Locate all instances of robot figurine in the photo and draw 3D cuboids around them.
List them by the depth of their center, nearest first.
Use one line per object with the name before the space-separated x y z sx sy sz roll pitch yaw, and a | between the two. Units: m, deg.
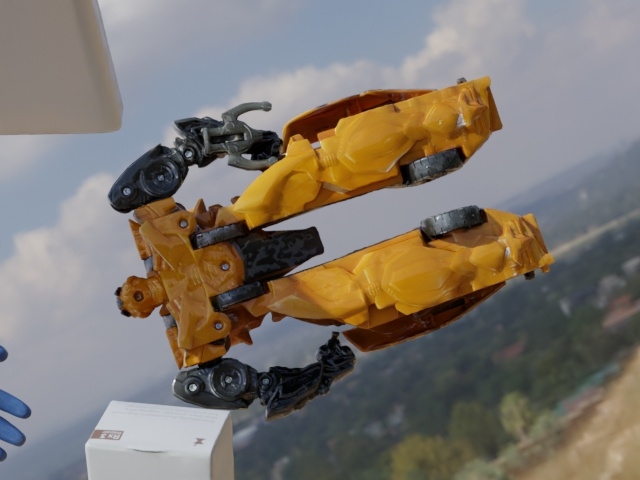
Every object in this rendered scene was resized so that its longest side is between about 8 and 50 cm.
robot figurine | 0.000 0.000 1.050 0.291 0.211 0.085 -18 -4 -10

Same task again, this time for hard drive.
hard drive | -0.291 -0.195 1.307 0.203 0.040 0.307 -1 -32 2

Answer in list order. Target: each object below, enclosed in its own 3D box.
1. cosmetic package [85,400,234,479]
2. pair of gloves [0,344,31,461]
cosmetic package | -0.138 0.264 1.379 0.117 0.231 0.085 5 24 9
pair of gloves | -0.309 0.142 1.101 0.198 0.159 0.023 -56 9 -13
